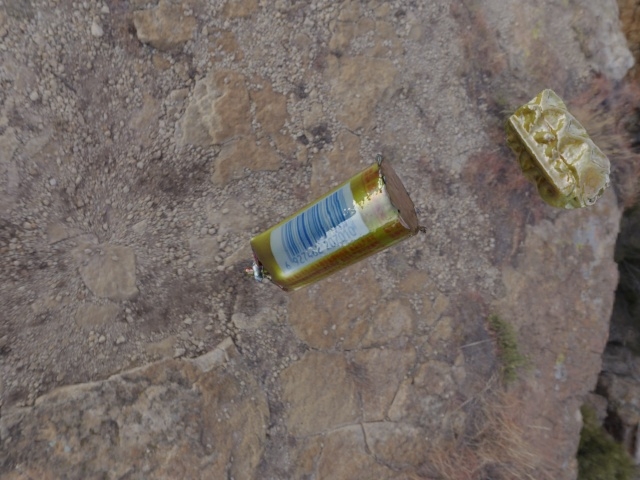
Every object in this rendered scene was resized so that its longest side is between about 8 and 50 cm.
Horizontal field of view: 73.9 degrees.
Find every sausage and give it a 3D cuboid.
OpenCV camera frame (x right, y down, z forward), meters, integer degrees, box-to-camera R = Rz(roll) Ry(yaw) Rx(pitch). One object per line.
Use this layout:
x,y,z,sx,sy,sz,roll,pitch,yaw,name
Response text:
0.001,0.001,0.662,0.125,0.317,0.117,37,38,-35,sausage

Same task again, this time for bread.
0.222,-0.079,0.401,0.060,0.066,0.110,-16,71,-35,bread
